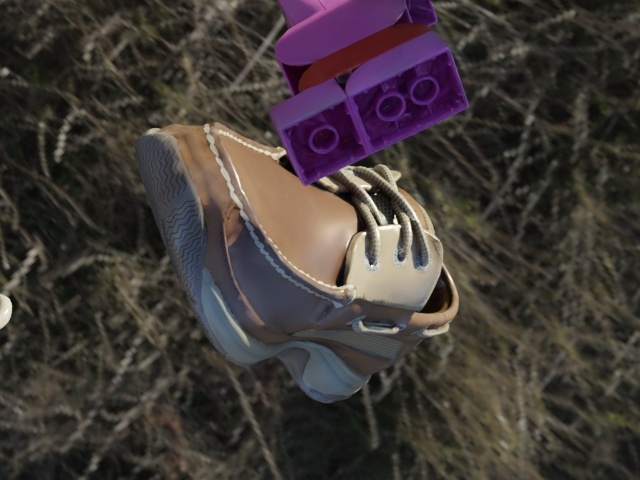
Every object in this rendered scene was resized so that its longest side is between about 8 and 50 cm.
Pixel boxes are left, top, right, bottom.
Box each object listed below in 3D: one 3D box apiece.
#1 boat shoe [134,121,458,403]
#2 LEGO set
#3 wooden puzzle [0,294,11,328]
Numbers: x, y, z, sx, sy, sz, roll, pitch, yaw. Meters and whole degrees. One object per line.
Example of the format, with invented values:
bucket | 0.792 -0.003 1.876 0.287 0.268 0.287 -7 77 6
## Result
boat shoe | 0.000 0.000 0.756 0.116 0.123 0.324 -25 163 9
LEGO set | 0.070 -0.119 0.375 0.227 0.093 0.087 -26 126 -3
wooden puzzle | -0.375 0.034 1.033 0.239 0.221 0.044 -1 97 -37
